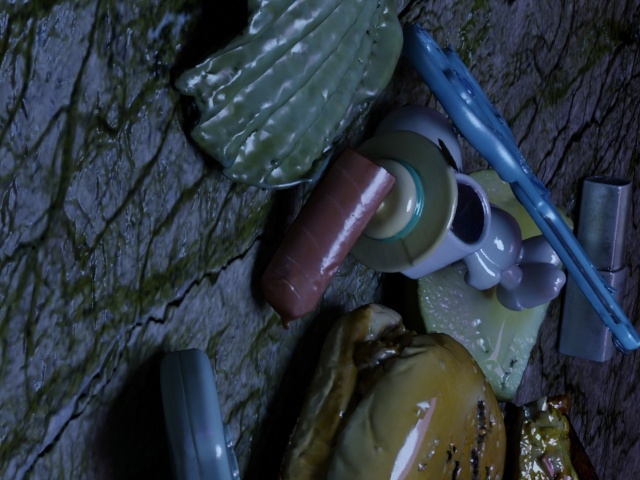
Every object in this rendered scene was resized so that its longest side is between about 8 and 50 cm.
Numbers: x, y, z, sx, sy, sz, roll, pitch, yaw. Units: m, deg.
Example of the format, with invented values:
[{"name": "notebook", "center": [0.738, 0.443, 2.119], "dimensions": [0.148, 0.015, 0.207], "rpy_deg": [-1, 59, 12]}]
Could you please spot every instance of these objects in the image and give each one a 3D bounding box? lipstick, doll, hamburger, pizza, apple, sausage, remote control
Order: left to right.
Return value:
[{"name": "remote control", "center": [-0.087, 0.229, 1.399], "dimensions": [0.140, 0.056, 0.296], "rpy_deg": [-110, -169, -55]}, {"name": "sausage", "center": [-0.001, 0.000, 1.506], "dimensions": [0.169, 0.065, 0.065], "rpy_deg": [-57, 154, -1]}, {"name": "hamburger", "center": [0.063, 0.231, 1.655], "dimensions": [0.284, 0.174, 0.304], "rpy_deg": [-63, 150, -19]}, {"name": "doll", "center": [0.138, -0.012, 1.657], "dimensions": [0.271, 0.144, 0.208], "rpy_deg": [49, 35, -22]}, {"name": "apple", "center": [0.156, 0.036, 1.833], "dimensions": [0.193, 0.120, 0.265], "rpy_deg": [43, 53, -27]}, {"name": "pizza", "center": [0.227, 0.261, 1.755], "dimensions": [0.289, 0.081, 0.228], "rpy_deg": [-82, 176, -64]}, {"name": "lipstick", "center": [0.390, 0.038, 2.379], "dimensions": [0.079, 0.077, 0.253], "rpy_deg": [-24, 122, -61]}]

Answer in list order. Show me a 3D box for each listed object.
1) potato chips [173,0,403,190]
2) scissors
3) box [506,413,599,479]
[{"name": "potato chips", "center": [0.018, -0.240, 1.419], "dimensions": [0.389, 0.097, 0.373], "rpy_deg": [-49, 159, -52]}, {"name": "scissors", "center": [0.198, -0.057, 1.660], "dimensions": [0.032, 0.393, 0.180], "rpy_deg": [-37, 167, 17]}, {"name": "box", "center": [0.240, 0.371, 2.009], "dimensions": [0.264, 0.116, 0.415], "rpy_deg": [63, 26, 5]}]
